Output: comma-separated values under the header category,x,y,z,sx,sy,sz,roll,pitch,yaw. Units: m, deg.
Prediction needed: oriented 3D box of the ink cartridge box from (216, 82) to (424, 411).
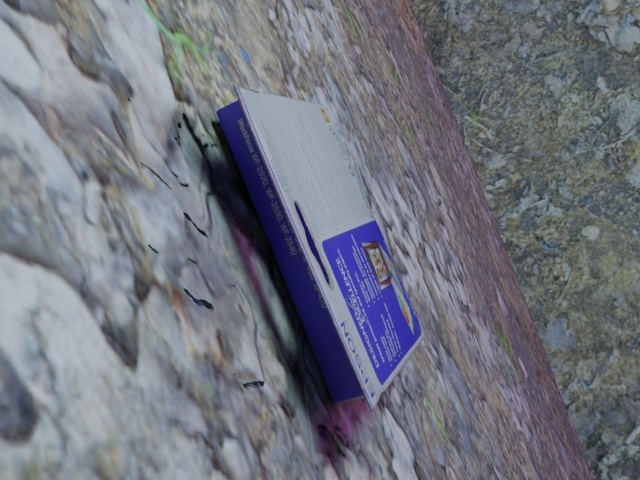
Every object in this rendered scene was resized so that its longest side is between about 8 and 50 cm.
category,x,y,z,sx,sy,sz,roll,pitch,yaw
ink cartridge box,0.000,0.000,0.574,0.206,0.045,0.208,67,15,1
